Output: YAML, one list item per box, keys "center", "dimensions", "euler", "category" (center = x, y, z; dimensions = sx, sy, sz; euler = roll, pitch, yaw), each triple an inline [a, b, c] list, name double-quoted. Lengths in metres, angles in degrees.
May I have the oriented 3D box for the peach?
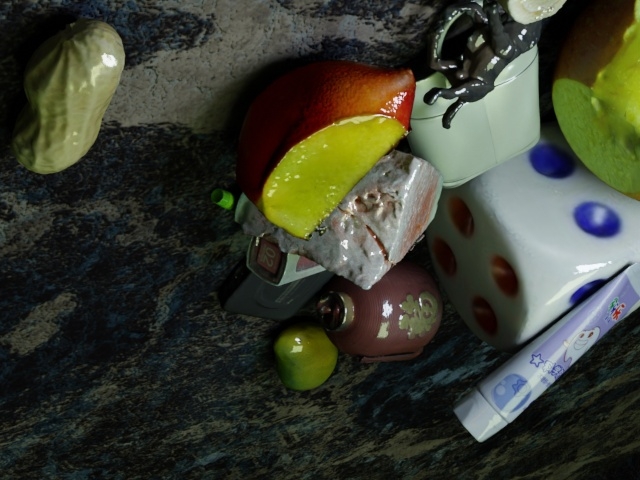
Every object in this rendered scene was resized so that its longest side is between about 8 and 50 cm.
- center: [-0.007, -0.148, 1.450]
  dimensions: [0.154, 0.159, 0.267]
  euler: [14, 130, -44]
  category: "peach"

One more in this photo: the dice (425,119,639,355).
- center: [0.380, -0.003, 1.892]
  dimensions: [0.304, 0.304, 0.277]
  euler: [-17, 149, -23]
  category: "dice"

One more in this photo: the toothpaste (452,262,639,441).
- center: [0.369, 0.171, 1.782]
  dimensions: [0.371, 0.080, 0.125]
  euler: [-42, 146, 4]
  category: "toothpaste"

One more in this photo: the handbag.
- center: [0.213, -0.234, 1.639]
  dimensions: [0.241, 0.109, 0.315]
  euler: [-28, 138, -8]
  category: "handbag"

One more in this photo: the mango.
- center: [-0.024, 0.210, 2.064]
  dimensions: [0.122, 0.085, 0.191]
  euler: [-21, 151, -12]
  category: "mango"

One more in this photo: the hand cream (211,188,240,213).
- center: [-0.117, -0.049, 1.638]
  dimensions: [0.036, 0.023, 0.122]
  euler: [-47, 149, 11]
  category: "hand cream"

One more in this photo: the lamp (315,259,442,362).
- center: [0.104, 0.123, 1.955]
  dimensions: [0.258, 0.180, 0.180]
  euler: [-3, 140, -42]
  category: "lamp"

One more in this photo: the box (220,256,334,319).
- center: [-0.053, 0.055, 1.842]
  dimensions: [0.201, 0.042, 0.212]
  euler: [12, 128, -49]
  category: "box"

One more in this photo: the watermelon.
- center: [0.048, -0.045, 1.613]
  dimensions: [0.310, 0.232, 0.193]
  euler: [18, 93, -21]
  category: "watermelon"

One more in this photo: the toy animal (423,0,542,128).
- center: [0.216, -0.248, 1.504]
  dimensions: [0.148, 0.084, 0.233]
  euler: [17, 112, -39]
  category: "toy animal"

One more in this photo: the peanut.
- center: [-0.284, -0.153, 1.251]
  dimensions: [0.098, 0.090, 0.214]
  euler: [-20, 150, -44]
  category: "peanut"

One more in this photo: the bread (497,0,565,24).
- center: [0.250, -0.364, 1.379]
  dimensions: [0.134, 0.141, 0.148]
  euler: [-26, 151, -7]
  category: "bread"

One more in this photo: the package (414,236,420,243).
- center: [0.163, -0.022, 1.953]
  dimensions: [0.037, 0.015, 0.110]
  euler: [-23, 151, -16]
  category: "package"

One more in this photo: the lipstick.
- center: [0.000, 0.000, 1.725]
  dimensions: [0.253, 0.077, 0.079]
  euler: [-16, 130, -50]
  category: "lipstick"

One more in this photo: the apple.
- center: [0.539, -0.215, 1.672]
  dimensions: [0.374, 0.374, 0.384]
  euler: [-43, 145, 20]
  category: "apple"
